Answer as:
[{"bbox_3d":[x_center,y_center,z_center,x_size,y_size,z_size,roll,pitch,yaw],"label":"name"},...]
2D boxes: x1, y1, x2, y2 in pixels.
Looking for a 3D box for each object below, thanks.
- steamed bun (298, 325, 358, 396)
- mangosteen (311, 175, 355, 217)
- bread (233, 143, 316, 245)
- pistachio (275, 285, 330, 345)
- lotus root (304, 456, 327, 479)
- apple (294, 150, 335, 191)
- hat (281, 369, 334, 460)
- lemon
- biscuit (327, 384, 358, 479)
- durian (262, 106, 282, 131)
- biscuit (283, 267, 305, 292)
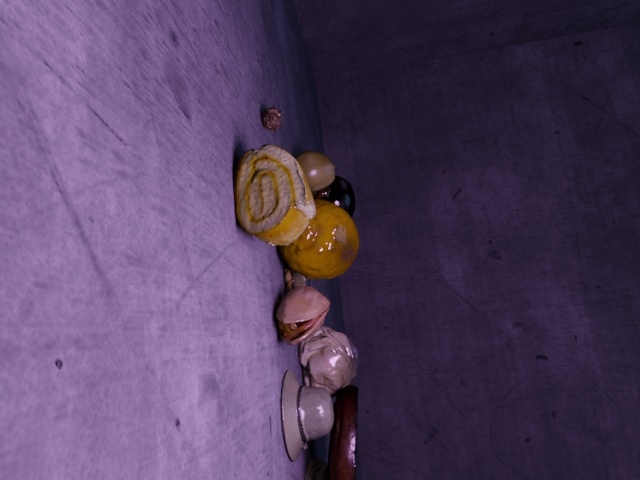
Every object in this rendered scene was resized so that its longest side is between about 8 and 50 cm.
[{"bbox_3d":[0.040,0.442,1.636,0.280,0.207,0.268,56,27,-79],"label":"steamed bun"},{"bbox_3d":[0.029,-0.214,2.245,0.302,0.275,0.275,23,53,-42],"label":"mangosteen"},{"bbox_3d":[-0.114,-0.119,1.087,0.124,0.185,0.257,52,23,-69],"label":"bread"},{"bbox_3d":[-0.056,0.225,1.321,0.229,0.157,0.158,-45,127,-66],"label":"pistachio"},{"bbox_3d":[-0.004,0.798,1.421,0.143,0.070,0.144,-77,158,-70],"label":"lotus root"},{"bbox_3d":[-0.035,-0.310,1.982,0.200,0.199,0.200,-8,90,-83],"label":"apple"},{"bbox_3d":[-0.027,0.513,1.312,0.257,0.130,0.257,-7,90,-83],"label":"hat"},{"bbox_3d":[-0.004,-0.002,1.480,0.316,0.285,0.286,-134,-145,-85],"label":"lemon"},{"bbox_3d":[0.076,0.685,1.437,0.407,0.091,0.408,0,90,-85],"label":"biscuit"},{"bbox_3d":[-0.160,-0.404,1.478,0.080,0.080,0.091,-89,172,-51],"label":"durian"},{"bbox_3d":[-0.085,0.187,1.586,0.273,0.036,0.187,45,38,-79],"label":"biscuit"}]
